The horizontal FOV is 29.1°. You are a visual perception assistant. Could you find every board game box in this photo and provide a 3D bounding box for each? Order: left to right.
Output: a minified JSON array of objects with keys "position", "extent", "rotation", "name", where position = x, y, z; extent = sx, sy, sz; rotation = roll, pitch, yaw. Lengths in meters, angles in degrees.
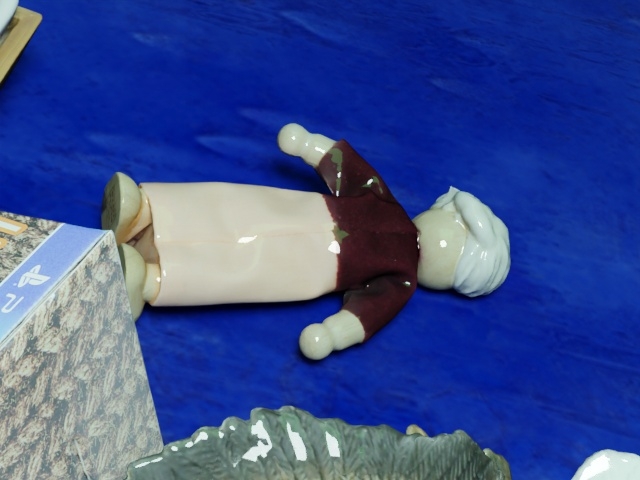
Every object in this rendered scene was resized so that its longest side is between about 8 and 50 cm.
[{"position":[-0.244,0.100,0.646],"extent":[0.291,0.232,0.141],"rotation":[11,39,22],"name":"board game box"}]

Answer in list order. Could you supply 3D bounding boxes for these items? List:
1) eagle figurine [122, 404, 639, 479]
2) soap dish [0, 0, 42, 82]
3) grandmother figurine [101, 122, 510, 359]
[{"position":[0.046,0.208,0.633],"extent":[0.226,0.225,0.298],"rotation":[15,5,34],"name":"eagle figurine"},{"position":[-0.401,-0.143,0.982],"extent":[0.291,0.118,0.229],"rotation":[18,43,-2],"name":"soap dish"},{"position":[0.000,0.000,1.002],"extent":[0.343,0.104,0.207],"rotation":[2,73,-21],"name":"grandmother figurine"}]
